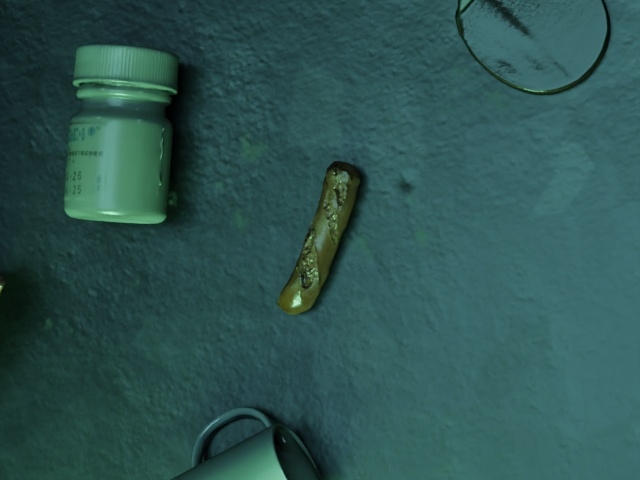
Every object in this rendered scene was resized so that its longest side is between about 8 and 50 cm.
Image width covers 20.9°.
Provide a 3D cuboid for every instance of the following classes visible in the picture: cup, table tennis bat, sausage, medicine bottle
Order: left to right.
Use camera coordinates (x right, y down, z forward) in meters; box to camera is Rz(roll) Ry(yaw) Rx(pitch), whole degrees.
[{"bbox_3d":[-0.195,-0.102,1.699,0.105,0.105,0.168,4,88,17],"label":"medicine bottle"},{"bbox_3d":[-0.071,0.235,1.658,0.133,0.136,0.099,-30,113,14],"label":"cup"},{"bbox_3d":[0.000,0.000,1.670,0.036,0.042,0.158,20,96,-21],"label":"sausage"},{"bbox_3d":[0.176,-0.232,1.638,0.220,0.019,0.130,45,98,13],"label":"table tennis bat"}]

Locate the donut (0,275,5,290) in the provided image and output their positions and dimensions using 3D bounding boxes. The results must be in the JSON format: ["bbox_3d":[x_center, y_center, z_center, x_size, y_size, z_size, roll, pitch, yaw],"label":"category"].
[{"bbox_3d":[-0.506,0.038,1.761,0.371,0.150,0.307,43,100,15],"label":"donut"}]
